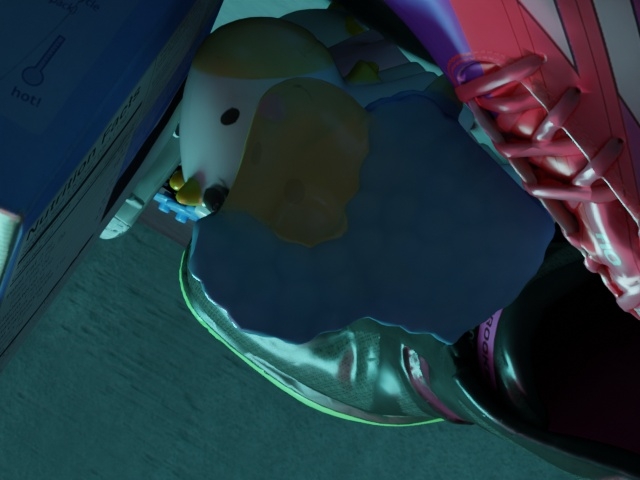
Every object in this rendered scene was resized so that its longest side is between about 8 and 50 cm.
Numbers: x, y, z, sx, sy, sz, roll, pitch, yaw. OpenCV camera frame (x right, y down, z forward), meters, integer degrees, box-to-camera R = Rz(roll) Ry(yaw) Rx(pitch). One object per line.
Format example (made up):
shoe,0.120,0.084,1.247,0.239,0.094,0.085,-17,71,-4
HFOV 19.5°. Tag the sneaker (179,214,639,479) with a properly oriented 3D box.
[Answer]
sneaker,0.121,0.043,1.130,0.483,0.185,0.202,16,163,27

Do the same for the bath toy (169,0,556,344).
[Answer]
bath toy,-0.006,-0.041,0.855,0.151,0.129,0.348,47,-176,-12

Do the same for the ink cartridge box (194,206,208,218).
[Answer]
ink cartridge box,0.000,0.000,1.685,0.203,0.086,0.148,29,174,7

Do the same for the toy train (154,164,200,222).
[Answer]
toy train,-0.099,-0.042,1.886,0.105,0.080,0.184,27,176,-28

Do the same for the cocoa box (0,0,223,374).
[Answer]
cocoa box,-0.240,-0.121,0.851,0.347,0.231,0.228,31,147,0

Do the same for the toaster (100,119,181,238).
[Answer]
toaster,-0.219,-0.103,1.628,0.227,0.146,0.129,27,172,33

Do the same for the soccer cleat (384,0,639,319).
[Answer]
soccer cleat,0.126,-0.026,0.679,0.318,0.116,0.108,32,175,-13
